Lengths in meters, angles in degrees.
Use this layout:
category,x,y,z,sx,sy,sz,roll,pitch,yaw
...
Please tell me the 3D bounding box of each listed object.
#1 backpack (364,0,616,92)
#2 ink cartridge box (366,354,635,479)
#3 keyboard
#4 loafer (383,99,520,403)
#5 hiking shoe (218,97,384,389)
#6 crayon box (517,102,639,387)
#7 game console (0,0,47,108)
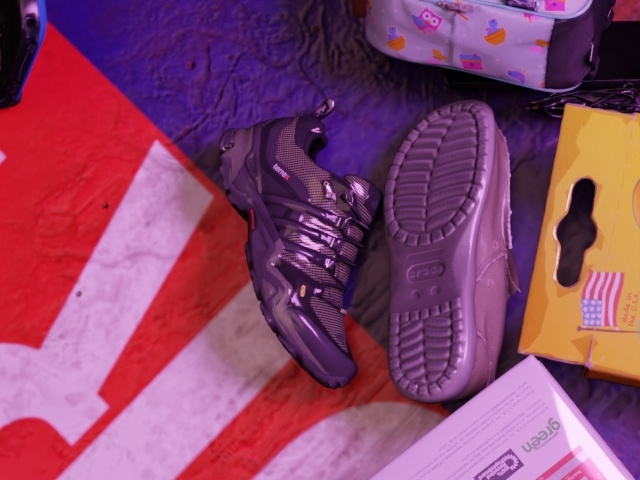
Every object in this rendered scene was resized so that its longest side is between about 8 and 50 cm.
category,x,y,z,sx,sy,sz,roll,pitch,yaw
backpack,0.124,-0.208,1.187,0.188,0.144,0.166,7,46,19
ink cartridge box,0.108,0.286,1.094,0.309,0.130,0.272,-36,77,-10
keyboard,0.193,-0.130,1.230,0.192,0.038,0.100,0,49,10
loafer,0.103,0.012,1.201,0.094,0.087,0.251,-5,67,33
hiking shoe,0.000,0.000,1.208,0.114,0.086,0.227,-21,77,7
crayon box,0.321,0.023,1.160,0.318,0.081,0.202,12,82,9
game console,-0.342,-0.252,1.265,0.173,0.250,0.293,-8,78,-20
